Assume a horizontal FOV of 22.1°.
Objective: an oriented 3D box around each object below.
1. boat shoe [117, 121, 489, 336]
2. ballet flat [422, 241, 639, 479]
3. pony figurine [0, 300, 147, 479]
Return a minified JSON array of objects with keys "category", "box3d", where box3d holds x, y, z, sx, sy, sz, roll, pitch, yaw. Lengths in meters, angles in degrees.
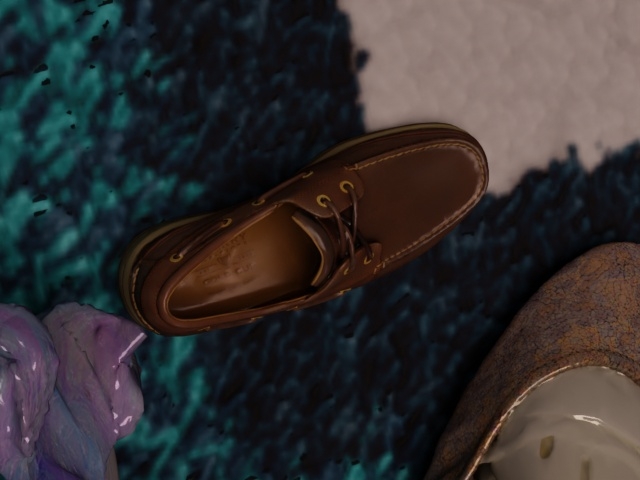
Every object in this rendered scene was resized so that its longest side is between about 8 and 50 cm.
[{"category":"boat shoe","box3d":[0.000,0.000,0.724,0.178,0.060,0.064,-22,105,-12]},{"category":"ballet flat","box3d":[0.090,0.146,0.752,0.107,0.106,0.316,32,88,-19]},{"category":"pony figurine","box3d":[-0.108,0.203,0.585,0.350,0.303,0.364,-18,67,-6]}]
